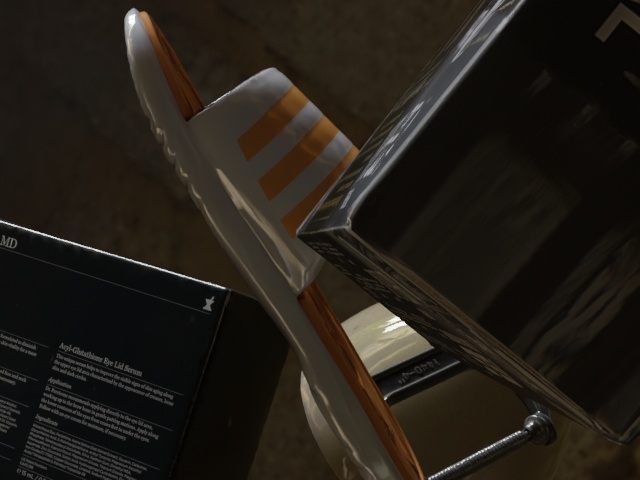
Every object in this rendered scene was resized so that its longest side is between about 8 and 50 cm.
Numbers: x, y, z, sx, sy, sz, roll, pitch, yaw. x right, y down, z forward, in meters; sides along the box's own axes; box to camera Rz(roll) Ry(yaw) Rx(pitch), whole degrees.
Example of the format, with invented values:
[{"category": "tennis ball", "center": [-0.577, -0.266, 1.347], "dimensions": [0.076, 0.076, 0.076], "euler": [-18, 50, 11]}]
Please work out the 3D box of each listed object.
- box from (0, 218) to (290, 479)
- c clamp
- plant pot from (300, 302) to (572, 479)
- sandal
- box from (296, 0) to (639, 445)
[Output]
[{"category": "box", "center": [-0.168, 0.099, 1.229], "dimensions": [0.261, 0.184, 0.103], "euler": [16, -2, 33]}, {"category": "c clamp", "center": [0.087, 0.126, 1.060], "dimensions": [0.160, 0.022, 0.137], "euler": [-28, 59, -32]}, {"category": "plant pot", "center": [0.149, 0.152, 1.711], "dimensions": [0.284, 0.191, 0.284], "euler": [32, 31, -22]}, {"category": "sandal", "center": [0.000, -0.002, 0.773], "dimensions": [0.265, 0.076, 0.102], "euler": [59, 3, -12]}, {"category": "box", "center": [0.099, -0.073, 0.475], "dimensions": [0.076, 0.242, 0.307], "euler": [39, -3, -2]}]
